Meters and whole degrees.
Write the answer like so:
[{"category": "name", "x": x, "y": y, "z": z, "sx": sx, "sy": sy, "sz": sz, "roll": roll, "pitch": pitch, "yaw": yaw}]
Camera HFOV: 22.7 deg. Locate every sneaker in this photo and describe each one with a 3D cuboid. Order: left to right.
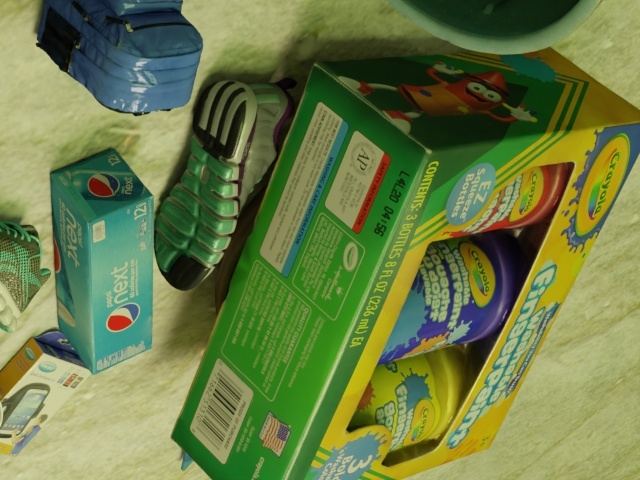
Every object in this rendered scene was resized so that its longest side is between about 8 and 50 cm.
[{"category": "sneaker", "x": -0.275, "y": 0.006, "z": 1.362, "sx": 0.076, "sy": 0.065, "sz": 0.166, "roll": -48, "pitch": 156, "yaw": -24}, {"category": "sneaker", "x": -0.080, "y": -0.049, "z": 1.481, "sx": 0.098, "sy": 0.083, "sz": 0.224, "roll": -15, "pitch": 139, "yaw": -45}]

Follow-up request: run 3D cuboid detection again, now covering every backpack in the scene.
[{"category": "backpack", "x": -0.151, "y": -0.158, "z": 1.230, "sx": 0.098, "sy": 0.120, "sz": 0.101, "roll": -15, "pitch": 139, "yaw": -36}]

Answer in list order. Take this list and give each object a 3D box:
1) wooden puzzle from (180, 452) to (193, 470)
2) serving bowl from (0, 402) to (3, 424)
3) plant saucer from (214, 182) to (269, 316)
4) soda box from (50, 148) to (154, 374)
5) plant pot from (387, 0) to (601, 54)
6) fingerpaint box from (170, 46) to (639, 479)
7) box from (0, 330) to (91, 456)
[{"category": "wooden puzzle", "x": -0.111, "y": 0.217, "z": 1.829, "sx": 0.116, "sy": 0.014, "sz": 0.079, "roll": -23, "pitch": 139, "yaw": -29}, {"category": "serving bowl", "x": -0.339, "y": 0.159, "z": 1.481, "sx": 0.083, "sy": 0.027, "sz": 0.083, "roll": -11, "pitch": 123, "yaw": -18}, {"category": "plant saucer", "x": 0.000, "y": 0.000, "z": 1.665, "sx": 0.278, "sy": 0.041, "sz": 0.278, "roll": -28, "pitch": 145, "yaw": -22}, {"category": "soda box", "x": -0.196, "y": 0.023, "z": 1.443, "sx": 0.067, "sy": 0.071, "sz": 0.210, "roll": -24, "pitch": 144, "yaw": -27}, {"category": "plant pot", "x": 0.200, "y": -0.366, "z": 1.203, "sx": 0.334, "sy": 0.341, "sz": 0.341, "roll": -34, "pitch": 148, "yaw": -28}, {"category": "fingerpaint box", "x": 0.095, "y": 0.041, "z": 1.607, "sx": 0.371, "sy": 0.163, "sz": 0.445, "roll": -10, "pitch": 132, "yaw": -47}, {"category": "box", "x": -0.282, "y": 0.147, "z": 1.542, "sx": 0.136, "sy": 0.028, "sz": 0.081, "roll": -46, "pitch": 148, "yaw": 9}]
